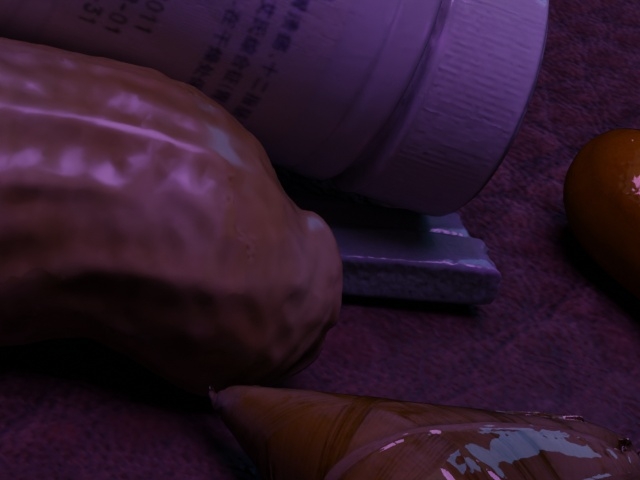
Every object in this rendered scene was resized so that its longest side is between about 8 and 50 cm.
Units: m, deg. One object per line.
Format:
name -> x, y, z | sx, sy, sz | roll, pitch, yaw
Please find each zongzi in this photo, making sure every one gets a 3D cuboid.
zongzi -> 0.057, 0.119, 1.060 | 0.194, 0.099, 0.197 | -8, 35, -35

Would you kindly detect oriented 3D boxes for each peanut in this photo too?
peanut -> -0.147, -0.027, 1.087 | 0.340, 0.158, 0.174 | 9, 50, -12

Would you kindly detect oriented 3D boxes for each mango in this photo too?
mango -> 0.239, -0.004, 1.328 | 0.115, 0.090, 0.178 | -20, 50, -33

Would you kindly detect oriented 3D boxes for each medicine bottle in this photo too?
medicine bottle -> -0.039, -0.153, 1.201 | 0.332, 0.190, 0.190 | 22, 31, -18

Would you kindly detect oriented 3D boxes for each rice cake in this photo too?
rice cake -> 0.001, 0.001, 1.242 | 0.222, 0.042, 0.080 | 6, 31, -18
